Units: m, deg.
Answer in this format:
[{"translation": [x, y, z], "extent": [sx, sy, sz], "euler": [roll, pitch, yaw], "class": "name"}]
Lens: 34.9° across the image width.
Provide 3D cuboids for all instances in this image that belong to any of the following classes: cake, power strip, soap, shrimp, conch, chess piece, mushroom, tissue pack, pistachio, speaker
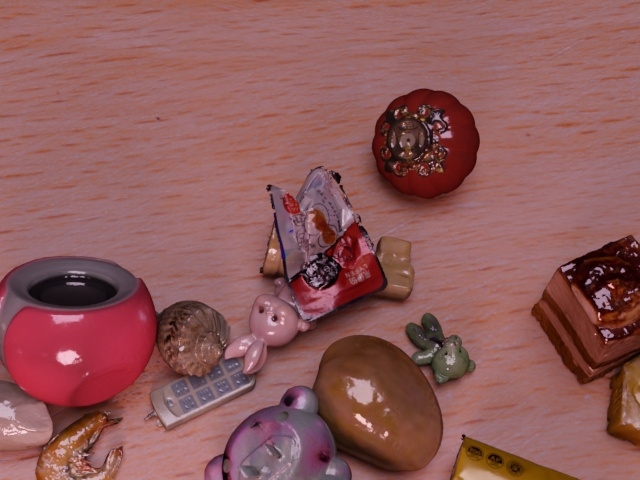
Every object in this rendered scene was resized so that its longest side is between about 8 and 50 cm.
[{"translation": [0.539, 0.112, 1.886], "extent": [0.199, 0.293, 0.196], "euler": [-22, 65, -11], "class": "cake"}, {"translation": [-0.224, 0.280, 1.888], "extent": [0.227, 0.029, 0.080], "euler": [-25, 65, -17], "class": "power strip"}, {"translation": [0.647, 0.286, 1.915], "extent": [0.258, 0.080, 0.160], "euler": [-26, 65, -17], "class": "soap"}, {"translation": [-0.418, 0.385, 1.815], "extent": [0.132, 0.051, 0.187], "euler": [43, 71, -2], "class": "shrimp"}, {"translation": [-0.250, 0.175, 1.907], "extent": [0.207, 0.130, 0.155], "euler": [16, 12, 40], "class": "conch"}, {"translation": [0.039, 0.034, 2.001], "extent": [0.301, 0.137, 0.137], "euler": [14, 61, -2], "class": "chess piece"}, {"translation": [-0.640, 0.302, 1.798], "extent": [0.350, 0.128, 0.128], "euler": [3, 61, 2], "class": "mushroom"}, {"translation": [0.340, 0.478, 1.756], "extent": [0.271, 0.134, 0.192], "euler": [19, 62, 7], "class": "tissue pack"}, {"translation": [0.106, 0.294, 1.831], "extent": [0.261, 0.163, 0.212], "euler": [26, 96, 8], "class": "pistachio"}, {"translation": [-0.443, 0.148, 1.810], "extent": [0.294, 0.294, 0.294], "euler": [2, 61, -3], "class": "speaker"}]

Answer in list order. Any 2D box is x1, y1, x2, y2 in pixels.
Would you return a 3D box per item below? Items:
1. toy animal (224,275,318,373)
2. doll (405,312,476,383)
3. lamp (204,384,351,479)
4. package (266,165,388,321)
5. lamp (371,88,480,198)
[{"translation": [-0.087, 0.153, 1.905], "extent": [0.124, 0.124, 0.212], "euler": [36, 51, 15], "class": "toy animal"}, {"translation": [0.225, 0.201, 1.943], "extent": [0.115, 0.077, 0.150], "euler": [-22, 53, -27], "class": "doll"}, {"translation": [-0.044, 0.416, 1.707], "extent": [0.247, 0.247, 0.301], "euler": [-42, 69, 4], "class": "lamp"}, {"translation": [0.000, 0.000, 1.920], "extent": [0.194, 0.071, 0.269], "euler": [-23, 92, -14], "class": "package"}, {"translation": [0.219, -0.199, 2.093], "extent": [0.227, 0.227, 0.226], "euler": [2, 61, -3], "class": "lamp"}]
